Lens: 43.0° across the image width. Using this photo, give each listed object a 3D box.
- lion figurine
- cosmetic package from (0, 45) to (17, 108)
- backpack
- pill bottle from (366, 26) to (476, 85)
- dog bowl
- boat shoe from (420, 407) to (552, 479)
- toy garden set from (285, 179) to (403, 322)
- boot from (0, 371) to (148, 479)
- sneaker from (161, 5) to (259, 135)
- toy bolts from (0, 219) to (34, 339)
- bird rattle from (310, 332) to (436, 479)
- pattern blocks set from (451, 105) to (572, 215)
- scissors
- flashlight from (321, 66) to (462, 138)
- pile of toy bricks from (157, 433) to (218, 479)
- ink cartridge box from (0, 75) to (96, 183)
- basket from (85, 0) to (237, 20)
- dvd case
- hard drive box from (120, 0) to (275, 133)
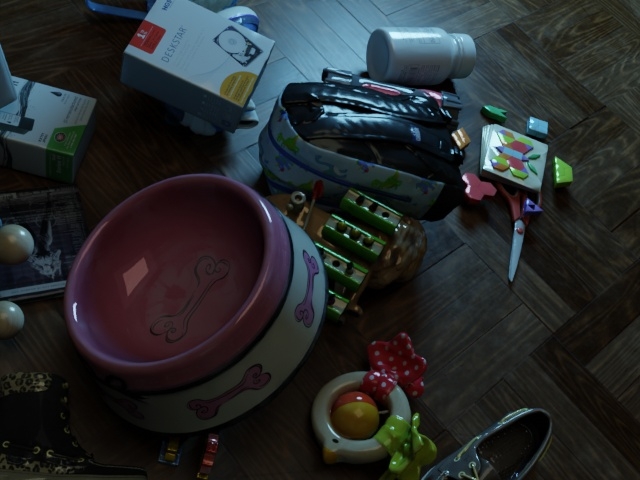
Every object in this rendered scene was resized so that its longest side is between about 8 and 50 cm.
[{"bbox_3d":[0.000,0.000,1.464,0.392,0.142,0.240,25,66,-10],"label":"lion figurine"},{"bbox_3d":[-0.761,-0.327,1.263,0.393,0.327,0.329,-37,64,-26],"label":"cosmetic package"},{"bbox_3d":[0.060,-0.173,1.566,0.355,0.273,0.290,16,47,-34],"label":"backpack"},{"bbox_3d":[0.231,-0.420,1.853,0.229,0.131,0.131,-6,58,-23],"label":"pill bottle"},{"bbox_3d":[-0.201,0.075,1.222,0.407,0.150,0.408,-10,54,14],"label":"dog bowl"},{"bbox_3d":[0.262,0.381,1.322,0.324,0.097,0.117,-29,70,-33],"label":"boat shoe"},{"bbox_3d":[0.002,-0.011,1.381,0.203,0.049,0.244,29,59,8],"label":"toy garden set"},{"bbox_3d":[-0.366,0.284,1.183,0.236,0.085,0.179,6,52,-15],"label":"boot"},{"bbox_3d":[-0.186,-0.328,1.660,0.236,0.130,0.322,48,51,6],"label":"sneaker"},{"bbox_3d":[-0.509,0.025,1.233,0.158,0.229,0.218,15,45,-8],"label":"toy bolts"},{"bbox_3d":[0.086,0.273,1.327,0.206,0.143,0.254,-7,54,-4],"label":"bird rattle"},{"bbox_3d":[0.425,-0.183,1.803,0.285,0.026,0.325,11,48,-9],"label":"pattern blocks set"},{"bbox_3d":[0.431,-0.031,1.718,0.109,0.021,0.297,12,52,-13],"label":"scissors"},{"bbox_3d":[0.149,-0.297,1.765,0.304,0.103,0.103,10,95,-9],"label":"flashlight"},{"bbox_3d":[-0.192,0.248,1.254,0.118,0.105,0.212,15,53,-8],"label":"pile of toy bricks"},{"bbox_3d":[-0.528,-0.206,1.469,0.208,0.087,0.153,14,53,-8],"label":"ink cartridge box"},{"bbox_3d":[-0.317,-0.547,1.686,0.288,0.255,0.201,3,55,-40],"label":"basket"},{"bbox_3d":[-0.476,0.002,1.384,0.164,0.018,0.221,-9,59,-25],"label":"dvd case"},{"bbox_3d":[-0.227,-0.333,1.514,0.232,0.089,0.181,23,59,-6],"label":"hard drive box"}]
